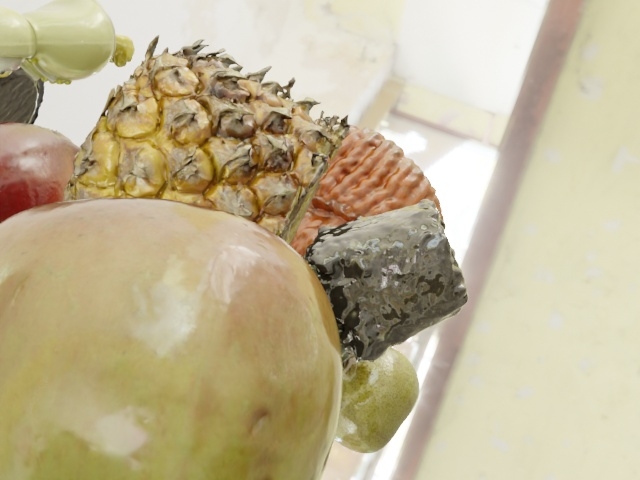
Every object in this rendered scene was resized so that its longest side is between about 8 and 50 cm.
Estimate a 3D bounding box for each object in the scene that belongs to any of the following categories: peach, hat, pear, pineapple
[{"bbox_3d":[-0.508,-0.034,1.575,0.361,0.201,0.258,-19,-34,-17],"label":"peach"},{"bbox_3d":[0.000,0.000,1.756,0.400,0.285,0.285,-45,-20,-28],"label":"hat"},{"bbox_3d":[0.066,0.228,1.558,0.167,0.136,0.167,-37,16,13],"label":"pear"},{"bbox_3d":[-0.150,-0.082,1.349,0.352,0.300,0.352,-56,3,4],"label":"pineapple"}]

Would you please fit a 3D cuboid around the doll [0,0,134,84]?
[{"bbox_3d":[-0.370,-0.253,1.357,0.296,0.141,0.117,-27,-54,-54],"label":"doll"}]

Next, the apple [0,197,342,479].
[{"bbox_3d":[-0.145,0.133,0.853,0.338,0.338,0.305,77,-162,-73],"label":"apple"}]

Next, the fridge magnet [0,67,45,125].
[{"bbox_3d":[-0.549,-0.231,1.709,0.265,0.112,0.265,-52,-17,-24],"label":"fridge magnet"}]

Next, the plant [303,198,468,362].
[{"bbox_3d":[0.040,0.045,1.013,0.132,0.194,0.129,-59,-55,-80],"label":"plant"}]
